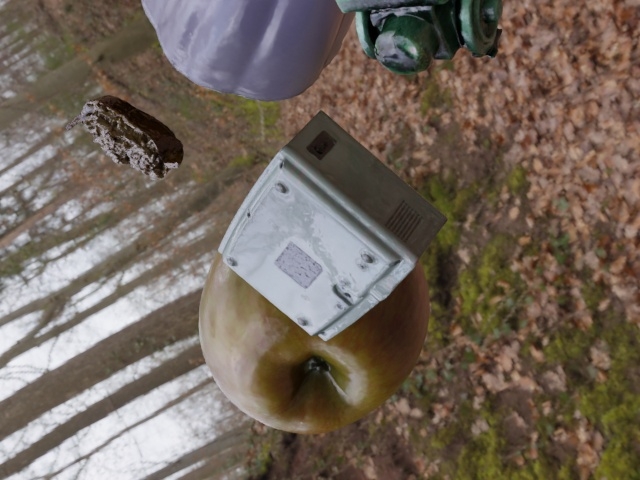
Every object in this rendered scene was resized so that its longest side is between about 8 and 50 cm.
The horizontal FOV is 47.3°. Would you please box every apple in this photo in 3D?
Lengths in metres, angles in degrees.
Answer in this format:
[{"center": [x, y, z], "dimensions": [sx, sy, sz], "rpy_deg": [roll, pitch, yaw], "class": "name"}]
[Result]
[{"center": [-0.008, 0.087, 0.816], "dimensions": [0.264, 0.264, 0.264], "rpy_deg": [61, -172, -14], "class": "apple"}]

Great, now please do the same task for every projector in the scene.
[{"center": [0.000, 0.000, 0.508], "dimensions": [0.115, 0.061, 0.147], "rpy_deg": [39, 144, -1], "class": "projector"}]

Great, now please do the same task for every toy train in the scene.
[{"center": [0.093, -0.284, 0.581], "dimensions": [0.202, 0.120, 0.301], "rpy_deg": [53, -127, -46], "class": "toy train"}]

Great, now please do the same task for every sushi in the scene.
[{"center": [-0.176, -0.096, 0.678], "dimensions": [0.120, 0.052, 0.055], "rpy_deg": [34, -143, 4], "class": "sushi"}]

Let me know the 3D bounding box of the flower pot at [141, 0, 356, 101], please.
[{"center": [-0.057, -0.321, 0.823], "dimensions": [0.265, 0.265, 0.243], "rpy_deg": [63, 157, 3], "class": "flower pot"}]
